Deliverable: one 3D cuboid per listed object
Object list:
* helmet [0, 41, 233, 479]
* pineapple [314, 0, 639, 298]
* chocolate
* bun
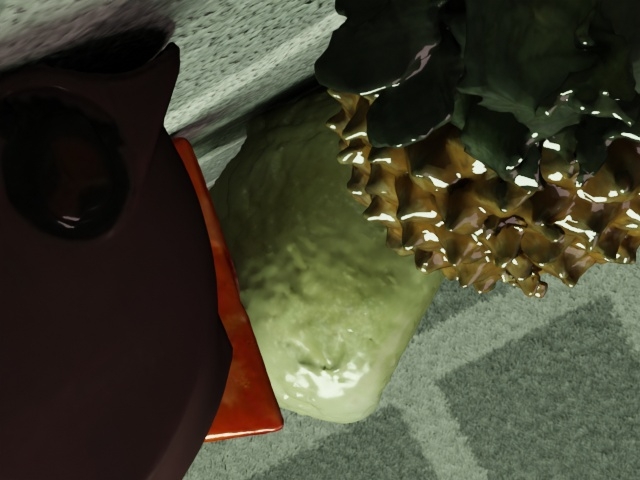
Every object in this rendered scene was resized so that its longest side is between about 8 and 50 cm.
[{"bbox_3d":[-0.156,0.068,0.635,0.338,0.197,0.271,-29,178,-40],"label":"helmet"},{"bbox_3d":[0.097,-0.083,0.701,0.223,0.223,0.357,-30,173,5],"label":"pineapple"},{"bbox_3d":[-0.130,0.058,1.215,0.108,0.234,0.237,-19,178,-17],"label":"chocolate"},{"bbox_3d":[0.000,0.000,1.402,0.349,0.227,0.352,-55,-171,52],"label":"bun"}]
